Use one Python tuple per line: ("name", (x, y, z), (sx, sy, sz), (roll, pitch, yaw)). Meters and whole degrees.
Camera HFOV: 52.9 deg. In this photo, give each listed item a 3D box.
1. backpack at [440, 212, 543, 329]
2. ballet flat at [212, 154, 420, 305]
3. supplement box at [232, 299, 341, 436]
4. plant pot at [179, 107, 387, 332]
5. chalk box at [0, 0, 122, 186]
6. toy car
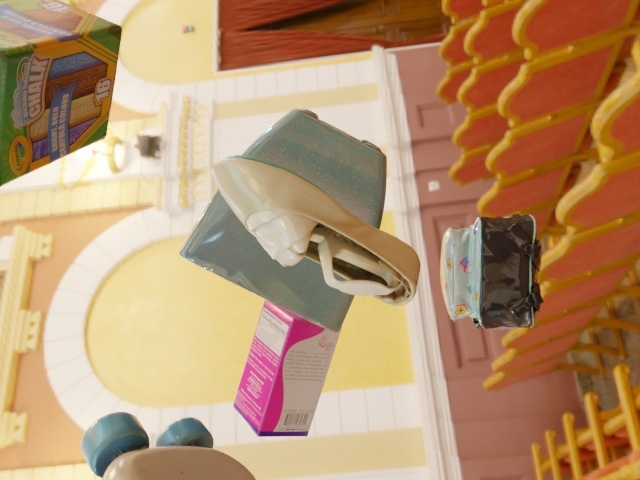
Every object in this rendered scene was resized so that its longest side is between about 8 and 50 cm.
("backpack", (0.250, 0.048, 0.949), (0.188, 0.145, 0.165), (11, -103, -73))
("ballet flat", (0.000, 0.000, 0.641), (0.086, 0.249, 0.086), (-47, 29, 36))
("supplement box", (-0.062, 0.231, 1.171), (0.114, 0.111, 0.219), (29, 103, 54))
("plant pot", (-0.025, -0.056, 0.964), (0.252, 0.247, 0.248), (-61, 5, 11))
("chalk box", (-0.417, -0.197, 0.808), (0.289, 0.180, 0.179), (-53, -15, -59))
("toy car", (-0.197, 0.363, 0.744), (0.219, 0.237, 0.210), (38, -171, 40))
